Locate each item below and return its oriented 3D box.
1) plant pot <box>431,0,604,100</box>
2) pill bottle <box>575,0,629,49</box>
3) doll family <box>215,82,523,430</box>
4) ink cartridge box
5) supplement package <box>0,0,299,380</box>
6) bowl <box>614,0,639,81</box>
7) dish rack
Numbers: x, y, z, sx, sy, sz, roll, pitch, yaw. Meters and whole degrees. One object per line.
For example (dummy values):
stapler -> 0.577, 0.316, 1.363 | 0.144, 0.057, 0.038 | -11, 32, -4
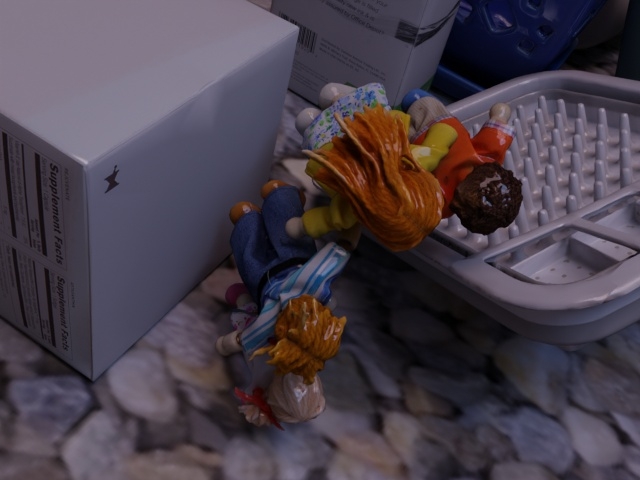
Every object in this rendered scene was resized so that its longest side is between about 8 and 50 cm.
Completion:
plant pot -> 0.188, -0.279, 0.803 | 0.236, 0.212, 0.236 | 32, 47, 14
pill bottle -> 0.391, -0.344, 0.969 | 0.264, 0.146, 0.146 | -26, 59, -34
doll family -> 0.000, 0.000, 0.453 | 0.118, 0.263, 0.163 | 32, 17, -31
ink cartridge box -> 0.043, -0.228, 0.708 | 0.160, 0.219, 0.092 | 34, 48, 16
supplement package -> -0.190, -0.087, 0.524 | 0.263, 0.198, 0.199 | 31, 47, 14
bowl -> 0.424, -0.146, 0.753 | 0.312, 0.163, 0.311 | 15, 32, -10
dish rack -> 0.176, -0.038, 0.569 | 0.286, 0.072, 0.333 | -25, 29, -16
